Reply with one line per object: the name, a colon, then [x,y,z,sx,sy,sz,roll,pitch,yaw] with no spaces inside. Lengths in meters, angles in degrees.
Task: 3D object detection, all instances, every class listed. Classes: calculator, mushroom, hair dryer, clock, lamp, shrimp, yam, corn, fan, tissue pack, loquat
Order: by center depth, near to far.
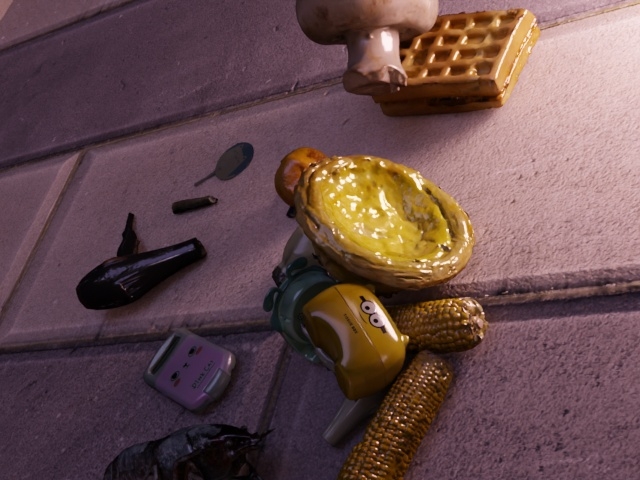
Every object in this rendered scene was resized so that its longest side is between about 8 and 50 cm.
corn: [0.114,0.315,1.598,0.097,0.097,0.320,11,60,46]
tissue pack: [0.061,0.159,1.650,0.127,0.123,0.178,-24,59,-14]
corn: [0.160,0.149,1.710,0.260,0.091,0.091,-10,74,40]
hair dryer: [0.014,0.251,1.720,0.199,0.067,0.167,25,81,20]
shrimp: [-0.237,0.403,1.777,0.410,0.166,0.221,-8,23,30]
clock: [-0.020,0.122,1.812,0.148,0.188,0.060,-53,39,-9]
lamp: [0.000,0.000,1.979,0.250,0.101,0.101,-45,38,-5]
calculator: [-0.262,0.257,2.015,0.246,0.045,0.141,19,68,49]
mushroom: [0.098,-0.438,2.045,0.297,0.297,0.290,-4,89,39]
loquat: [-0.029,-0.125,2.103,0.137,0.113,0.137,0,62,-1]
hair dryer: [-0.418,0.007,2.359,0.303,0.120,0.359,-27,32,7]
yam: [-0.296,-0.089,2.377,0.129,0.027,0.033,-12,49,32]
fan: [-0.232,-0.175,2.416,0.175,0.005,0.113,-30,41,15]

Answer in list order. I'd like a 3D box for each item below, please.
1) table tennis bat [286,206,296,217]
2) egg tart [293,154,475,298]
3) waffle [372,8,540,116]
table tennis bat: [-0.040,-0.114,2.186,0.095,0.014,0.158,-5,50,36]
egg tart: [0.103,-0.017,1.803,0.345,0.345,0.132,-98,19,-46]
waffle: [0.273,-0.366,2.083,0.327,0.098,0.224,4,59,41]
